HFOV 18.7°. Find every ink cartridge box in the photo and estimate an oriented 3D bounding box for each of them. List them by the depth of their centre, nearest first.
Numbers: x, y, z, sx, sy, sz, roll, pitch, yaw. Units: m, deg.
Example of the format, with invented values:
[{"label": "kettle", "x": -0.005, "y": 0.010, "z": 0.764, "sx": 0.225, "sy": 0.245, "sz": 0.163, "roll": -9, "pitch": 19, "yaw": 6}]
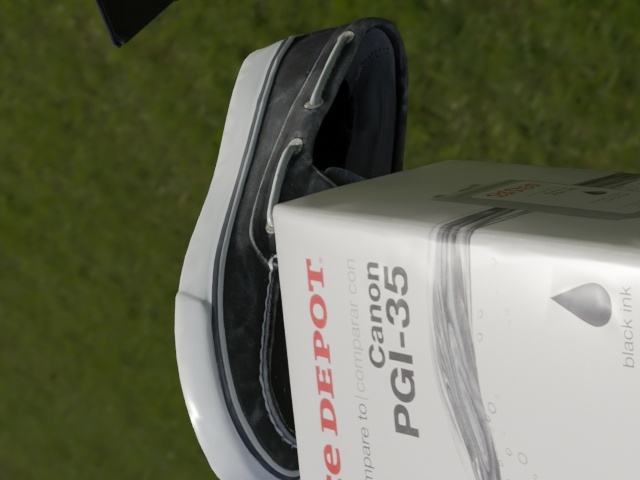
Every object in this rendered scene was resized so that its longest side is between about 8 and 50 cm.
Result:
[{"label": "ink cartridge box", "x": 0.116, "y": 0.085, "z": 0.774, "sx": 0.283, "sy": 0.117, "sz": 0.207, "roll": 8, "pitch": 108, "yaw": 50}]

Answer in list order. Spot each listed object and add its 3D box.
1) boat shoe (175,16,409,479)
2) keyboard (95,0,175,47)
[{"label": "boat shoe", "x": 0.000, "y": 0.000, "z": 1.088, "sx": 0.102, "sy": 0.301, "sz": 0.108, "roll": -18, "pitch": 135, "yaw": 34}, {"label": "keyboard", "x": -0.156, "y": -0.248, "z": 1.475, "sx": 0.023, "sy": 0.108, "sz": 0.180, "roll": 12, "pitch": 135, "yaw": 38}]
